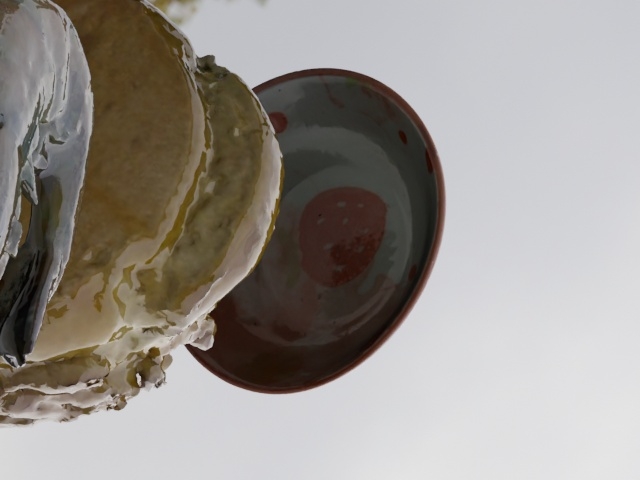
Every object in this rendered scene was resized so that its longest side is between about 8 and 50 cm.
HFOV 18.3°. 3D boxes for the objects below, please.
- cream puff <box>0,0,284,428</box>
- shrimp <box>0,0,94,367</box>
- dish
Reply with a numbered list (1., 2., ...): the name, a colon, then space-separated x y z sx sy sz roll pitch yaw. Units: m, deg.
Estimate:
1. cream puff: -0.201 -0.029 1.337 0.231 0.343 0.327 103 -16 -63
2. shrimp: -0.169 -0.004 1.026 0.059 0.145 0.254 2 -104 19
3. dish: 0.000 0.000 1.560 0.260 0.085 0.260 -10 -109 30
